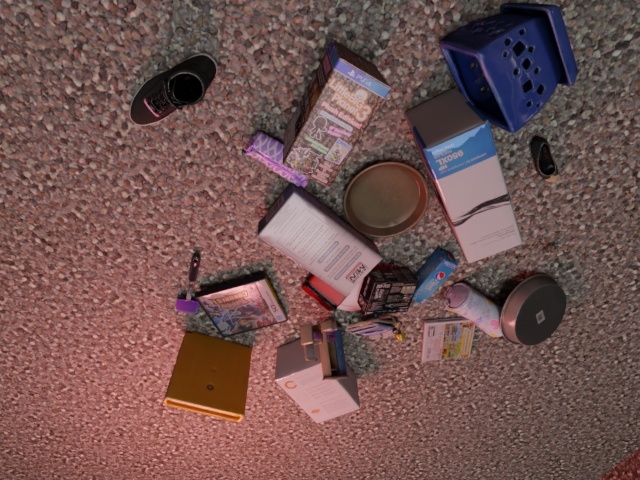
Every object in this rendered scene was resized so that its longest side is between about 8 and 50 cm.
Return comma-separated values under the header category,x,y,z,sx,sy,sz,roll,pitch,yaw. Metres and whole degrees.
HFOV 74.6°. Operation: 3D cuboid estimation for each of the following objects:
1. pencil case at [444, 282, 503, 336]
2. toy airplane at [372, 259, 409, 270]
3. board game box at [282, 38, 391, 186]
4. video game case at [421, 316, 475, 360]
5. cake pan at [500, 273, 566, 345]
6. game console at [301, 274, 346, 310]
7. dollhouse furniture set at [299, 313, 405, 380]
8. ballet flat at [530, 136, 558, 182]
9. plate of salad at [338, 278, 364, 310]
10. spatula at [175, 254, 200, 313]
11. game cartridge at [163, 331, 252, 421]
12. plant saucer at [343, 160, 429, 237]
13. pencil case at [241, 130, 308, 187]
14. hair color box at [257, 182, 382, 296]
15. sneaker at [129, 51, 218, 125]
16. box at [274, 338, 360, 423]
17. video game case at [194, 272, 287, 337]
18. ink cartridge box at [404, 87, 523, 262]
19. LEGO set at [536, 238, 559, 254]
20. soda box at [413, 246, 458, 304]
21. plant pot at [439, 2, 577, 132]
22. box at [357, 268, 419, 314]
category,x,y,z,sx,sy,sz,roll,pitch,yaw
pencil case,0.601,0.268,1.599,0.273,0.113,0.124,30,105,-22
toy airplane,0.248,0.134,1.545,0.151,0.028,0.151,-2,124,-3
board game box,0.027,-0.332,1.097,0.141,0.232,0.291,23,121,-18
video game case,0.529,0.412,1.749,0.206,0.026,0.227,-5,123,1
cake pan,0.807,0.271,1.578,0.292,0.054,0.294,-7,111,-20
game console,0.017,0.180,1.534,0.144,0.085,0.124,41,160,-3
dollhouse furniture set,0.134,0.385,1.515,0.303,0.198,0.286,-18,159,25
ballet flat,0.692,-0.242,1.295,0.057,0.049,0.173,-31,120,18
plate of salad,0.117,0.179,1.559,0.199,0.048,0.200,-1,123,-1
spatula,-0.475,0.168,1.536,0.084,0.030,0.297,10,123,-16
game cartridge,-0.411,0.504,1.593,0.285,0.324,0.053,21,118,-15
plant saucer,0.210,-0.132,1.357,0.277,0.041,0.278,-1,124,-1
pencil case,-0.123,-0.240,1.240,0.206,0.088,0.086,28,118,-21
hair color box,0.000,0.000,1.370,0.374,0.114,0.185,36,106,-20
sneaker,-0.405,-0.378,1.099,0.295,0.147,0.105,-27,123,17
box,-0.008,0.574,1.751,0.214,0.168,0.345,-25,122,14
video game case,-0.292,0.251,1.583,0.274,0.035,0.248,-16,129,6
ink cartridge box,0.399,-0.179,1.183,0.166,0.286,0.395,-23,122,15
LEGO set,0.811,0.021,1.500,0.083,0.023,0.054,42,112,-11
soda box,0.400,0.130,1.523,0.067,0.071,0.210,23,120,-19
plant pot,0.470,-0.446,1.045,0.212,0.236,0.236,-34,120,11
box,0.239,0.183,1.503,0.179,0.078,0.148,-1,123,-21
